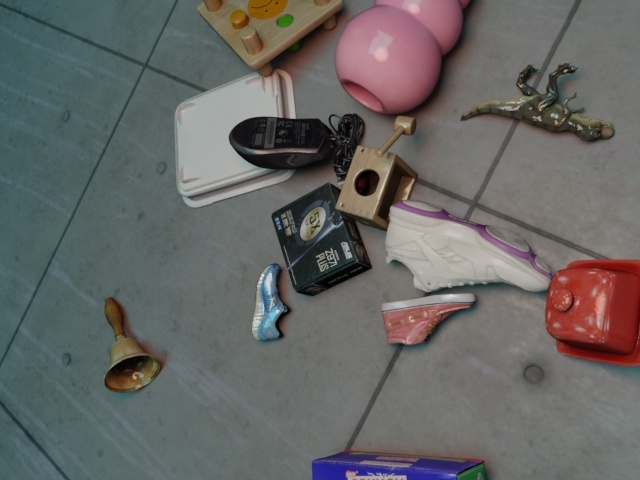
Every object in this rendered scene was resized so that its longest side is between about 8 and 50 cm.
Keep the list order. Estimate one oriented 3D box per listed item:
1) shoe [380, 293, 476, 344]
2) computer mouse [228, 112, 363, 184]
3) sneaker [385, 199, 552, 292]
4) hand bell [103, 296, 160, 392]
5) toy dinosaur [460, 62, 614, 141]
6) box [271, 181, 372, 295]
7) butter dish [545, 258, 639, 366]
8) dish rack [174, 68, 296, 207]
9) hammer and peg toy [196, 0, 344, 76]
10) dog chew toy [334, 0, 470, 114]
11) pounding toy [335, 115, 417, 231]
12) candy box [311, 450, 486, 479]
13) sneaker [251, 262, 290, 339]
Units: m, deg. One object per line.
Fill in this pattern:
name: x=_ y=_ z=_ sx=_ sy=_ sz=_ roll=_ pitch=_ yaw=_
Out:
shoe: x=0.196 y=0.143 z=1.030 sx=0.177 sy=0.063 sz=0.081 roll=-12 pitch=78 yaw=28
computer mouse: x=-0.052 y=-0.188 z=1.178 sx=0.272 sy=0.072 sz=0.189 roll=5 pitch=51 yaw=4
sneaker: x=0.251 y=0.036 z=1.014 sx=0.305 sy=0.114 sz=0.152 roll=24 pitch=111 yaw=29
hand bell: x=-0.477 y=0.225 z=1.358 sx=0.126 sy=0.126 sz=0.242 roll=-46 pitch=51 yaw=12
toy dinosaur: x=0.386 y=-0.252 z=1.018 sx=0.268 sy=0.064 sz=0.118 roll=19 pitch=95 yaw=33
box: x=0.000 y=0.000 z=1.154 sx=0.147 sy=0.077 sz=0.180 roll=-26 pitch=68 yaw=20
butter dish: x=0.401 y=0.099 z=0.869 sx=0.160 sy=0.118 sz=0.160 roll=-3 pitch=75 yaw=63
dish rack: x=-0.215 y=-0.246 z=1.331 sx=0.332 sy=0.072 sz=0.286 roll=-13 pitch=72 yaw=24
hammer and peg toy: x=-0.077 y=-0.556 z=1.283 sx=0.361 sy=0.127 sz=0.266 roll=-38 pitch=63 yaw=-5
dog chew toy: x=0.174 y=-0.408 z=1.094 sx=0.206 sy=0.206 sz=0.332 roll=33 pitch=86 yaw=30
pounding toy: x=0.106 y=-0.138 z=1.069 sx=0.094 sy=0.181 sz=0.206 roll=19 pitch=88 yaw=30
candy box: x=0.130 y=0.515 z=0.920 sx=0.268 sy=0.122 sz=0.318 roll=-9 pitch=79 yaw=34
sneaker: x=-0.095 y=0.129 z=1.197 sx=0.073 sy=0.063 sz=0.162 roll=5 pitch=85 yaw=11
